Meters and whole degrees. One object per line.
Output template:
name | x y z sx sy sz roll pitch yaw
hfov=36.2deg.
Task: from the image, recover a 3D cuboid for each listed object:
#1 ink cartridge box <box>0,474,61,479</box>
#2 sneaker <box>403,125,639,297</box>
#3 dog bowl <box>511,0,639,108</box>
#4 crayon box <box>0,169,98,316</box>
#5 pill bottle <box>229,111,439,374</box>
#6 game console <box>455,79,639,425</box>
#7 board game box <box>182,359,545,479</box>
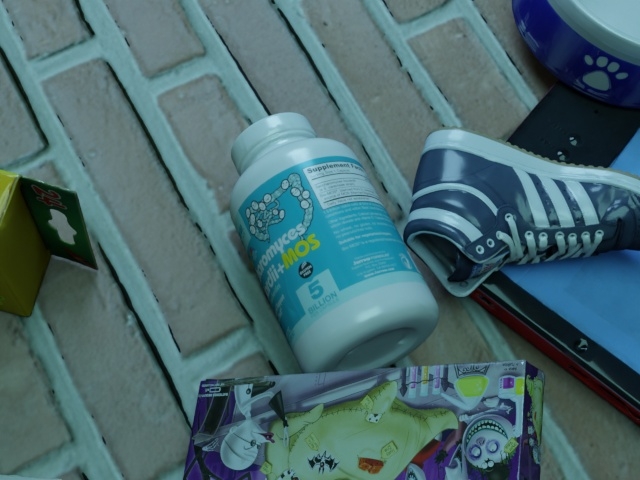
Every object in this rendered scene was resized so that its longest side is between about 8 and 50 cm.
ink cartridge box | -0.341 0.322 0.882 0.181 0.056 0.224 6 49 -4
sneaker | 0.220 -0.004 0.978 0.282 0.099 0.153 18 60 8
dog bowl | 0.365 -0.288 1.150 0.265 0.104 0.264 6 59 -9
crayon box | -0.382 -0.017 0.923 0.319 0.202 0.081 14 67 0
pill bottle | 0.000 0.000 0.982 0.146 0.146 0.264 -20 64 -14
game console | 0.355 0.011 1.073 0.387 0.060 0.342 38 69 9
board game box | 0.020 0.215 0.843 0.347 0.056 0.208 -10 65 34
